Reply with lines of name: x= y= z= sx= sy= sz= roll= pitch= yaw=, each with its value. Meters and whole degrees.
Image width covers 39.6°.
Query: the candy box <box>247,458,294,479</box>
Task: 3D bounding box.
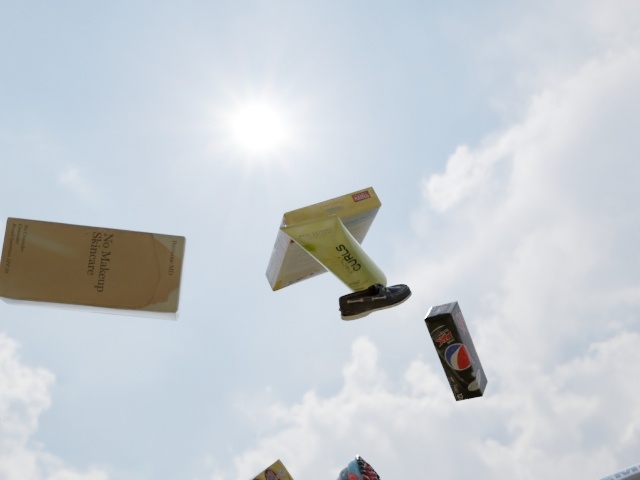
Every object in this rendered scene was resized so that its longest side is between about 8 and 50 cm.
candy box: x=-0.140 y=0.454 z=1.517 sx=0.053 sy=0.186 sz=0.109 roll=53 pitch=-51 yaw=7

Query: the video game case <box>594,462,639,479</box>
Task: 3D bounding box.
video game case: x=0.266 y=0.341 z=0.675 sx=0.299 sy=0.036 sz=0.329 roll=-24 pitch=-92 yaw=8

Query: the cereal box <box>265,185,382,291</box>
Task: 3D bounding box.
cereal box: x=0.000 y=0.000 z=1.589 sx=0.172 sy=0.047 sz=0.240 roll=-18 pitch=-22 yaw=-21

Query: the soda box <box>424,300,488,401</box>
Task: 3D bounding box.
soda box: x=0.242 y=0.197 z=1.583 sx=0.053 sy=0.060 sz=0.169 roll=-17 pitch=-77 yaw=26

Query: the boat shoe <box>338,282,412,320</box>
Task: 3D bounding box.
boat shoe: x=0.083 y=0.085 z=1.355 sx=0.125 sy=0.046 sz=0.038 roll=-17 pitch=-73 yaw=-20

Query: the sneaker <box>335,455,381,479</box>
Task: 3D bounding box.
sneaker: x=0.073 y=0.561 z=1.801 sx=0.125 sy=0.262 sz=0.104 roll=-41 pitch=-72 yaw=13

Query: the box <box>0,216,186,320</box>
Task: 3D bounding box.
box: x=-0.400 y=0.054 z=1.587 sx=0.310 sy=0.148 sz=0.121 roll=5 pitch=-13 yaw=-7

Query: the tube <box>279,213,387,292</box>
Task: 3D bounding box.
tube: x=0.030 y=0.024 z=1.371 sx=0.070 sy=0.062 sz=0.240 roll=-47 pitch=-37 yaw=-2
